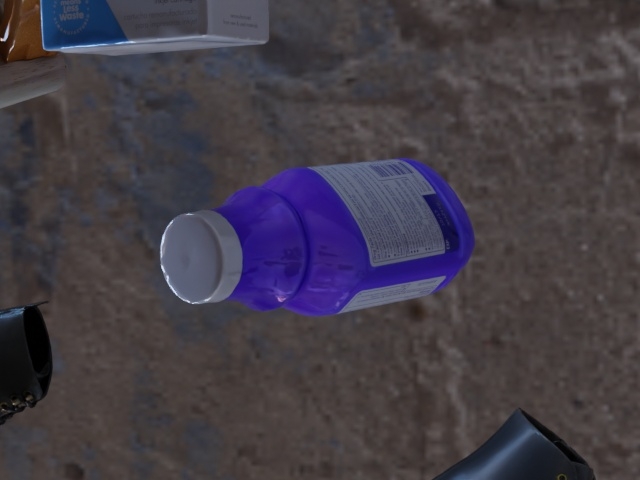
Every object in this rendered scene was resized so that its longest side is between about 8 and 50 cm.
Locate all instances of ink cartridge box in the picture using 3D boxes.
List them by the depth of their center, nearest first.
[{"bbox_3d":[-0.086,-0.186,0.775,0.060,0.104,0.180,-7,-85,-60],"label":"ink cartridge box"}]

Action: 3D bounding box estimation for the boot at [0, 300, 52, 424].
[{"bbox_3d":[-0.250,0.144,1.126,0.077,0.137,0.197,-12,-88,-74],"label":"boot"}]

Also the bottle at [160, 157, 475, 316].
[{"bbox_3d":[0.000,0.000,1.210,0.283,0.092,0.118,-9,-121,-49],"label":"bottle"}]

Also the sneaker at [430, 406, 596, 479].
[{"bbox_3d":[0.147,0.207,0.946,0.118,0.222,0.083,-47,-33,8],"label":"sneaker"}]

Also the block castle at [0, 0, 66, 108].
[{"bbox_3d":[-0.371,-0.310,1.187,0.213,0.303,0.453,-23,-115,-35],"label":"block castle"}]
